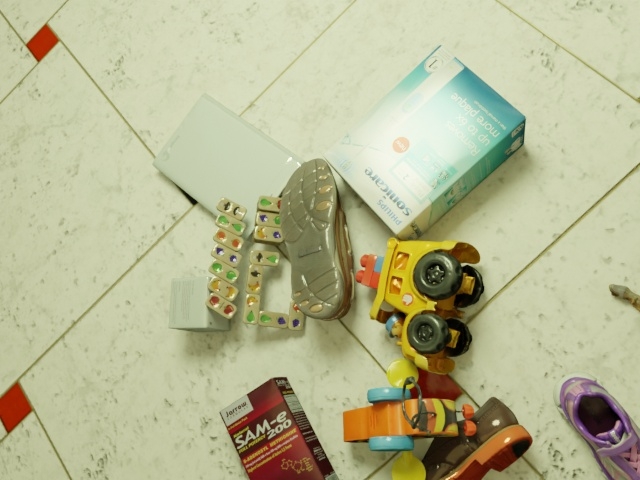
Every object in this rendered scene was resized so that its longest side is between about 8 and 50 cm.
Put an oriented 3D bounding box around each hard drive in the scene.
[{"bbox_3d":[-0.201,-0.163,1.190,0.308,0.040,0.203,37,91,22],"label":"hard drive"}]

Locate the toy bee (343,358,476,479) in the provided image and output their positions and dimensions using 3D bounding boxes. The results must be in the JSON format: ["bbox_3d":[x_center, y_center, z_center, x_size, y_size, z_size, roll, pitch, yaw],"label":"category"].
[{"bbox_3d":[0.154,0.297,0.872,0.162,0.298,0.195,8,86,-16],"label":"toy bee"}]

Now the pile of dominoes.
[{"bbox_3d":[-0.115,0.038,1.062,0.196,0.040,0.251,8,75,-10],"label":"pile of dominoes"}]

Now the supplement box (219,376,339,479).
[{"bbox_3d":[-0.071,0.386,1.002,0.130,0.073,0.239,-35,68,9],"label":"supplement box"}]

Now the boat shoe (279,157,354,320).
[{"bbox_3d":[0.000,0.000,1.047,0.123,0.116,0.324,-12,66,24],"label":"boat shoe"}]

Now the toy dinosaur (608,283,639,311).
[{"bbox_3d":[0.546,0.138,0.850,0.064,0.112,0.211,-29,64,-4],"label":"toy dinosaur"}]

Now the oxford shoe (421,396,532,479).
[{"bbox_3d":[0.214,0.367,0.915,0.271,0.097,0.098,-37,43,8],"label":"oxford shoe"}]

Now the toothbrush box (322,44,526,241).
[{"bbox_3d":[0.190,-0.169,1.015,0.295,0.126,0.216,-42,69,7],"label":"toothbrush box"}]

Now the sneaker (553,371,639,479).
[{"bbox_3d":[0.451,0.308,0.829,0.095,0.104,0.236,-39,70,5],"label":"sneaker"}]

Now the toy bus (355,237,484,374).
[{"bbox_3d":[0.156,0.102,0.963,0.212,0.149,0.220,9,83,33],"label":"toy bus"}]

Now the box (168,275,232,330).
[{"bbox_3d":[-0.238,0.130,1.101,0.087,0.102,0.101,-5,76,19],"label":"box"}]
